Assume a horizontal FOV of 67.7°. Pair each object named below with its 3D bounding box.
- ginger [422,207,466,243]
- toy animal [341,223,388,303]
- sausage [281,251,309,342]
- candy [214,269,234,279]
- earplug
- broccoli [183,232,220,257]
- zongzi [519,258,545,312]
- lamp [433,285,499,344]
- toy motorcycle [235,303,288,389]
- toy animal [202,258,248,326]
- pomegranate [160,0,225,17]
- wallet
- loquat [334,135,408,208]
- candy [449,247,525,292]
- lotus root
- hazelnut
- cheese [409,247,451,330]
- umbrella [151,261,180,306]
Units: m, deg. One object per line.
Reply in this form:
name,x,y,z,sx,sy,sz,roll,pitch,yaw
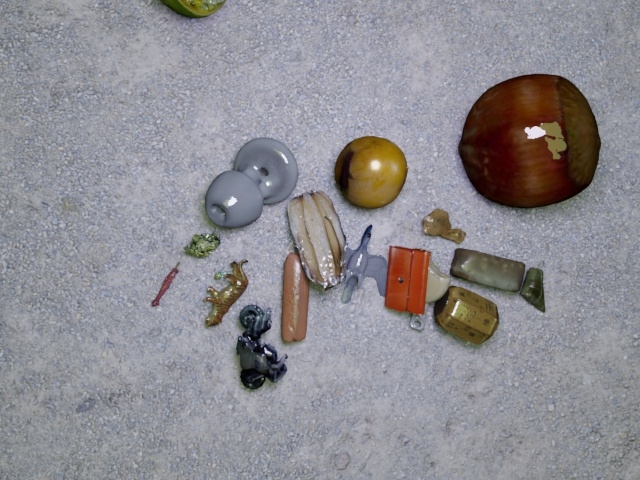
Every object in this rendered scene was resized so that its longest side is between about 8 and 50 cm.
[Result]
ginger,0.413,-0.052,1.590,0.165,0.067,0.096,16,86,-17
toy animal,0.126,0.083,1.556,0.239,0.176,0.255,22,120,0
sausage,-0.079,0.182,1.528,0.086,0.086,0.289,2,87,-5
candy,-0.303,0.105,1.546,0.083,0.025,0.023,-18,72,-12
earplug,-0.218,-0.173,1.486,0.325,0.175,0.214,-45,94,-5
broccoli,-0.373,0.011,1.511,0.097,0.092,0.095,18,73,14
zongzi,0.748,0.152,1.625,0.130,0.062,0.154,35,69,-23
lamp,0.468,0.238,1.538,0.185,0.161,0.161,28,86,-2
toy motorcycle,-0.180,0.336,1.489,0.159,0.106,0.270,2,94,17
toy animal,-0.300,0.165,1.523,0.241,0.057,0.099,-50,117,-9
pomegranate,-0.385,-0.844,1.481,0.260,0.260,0.341,42,54,-2
wallet,0.273,0.124,1.516,0.142,0.045,0.204,10,100,39
loquat,0.158,-0.212,1.496,0.235,0.235,0.235,0,88,-5
candy,0.549,0.097,1.575,0.234,0.102,0.104,14,87,-5
lotus root,0.000,0.001,1.517,0.167,0.078,0.329,-15,70,4
hazelnut,0.639,-0.303,1.485,0.421,0.353,0.421,4,106,15
cheese,0.319,0.158,1.560,0.163,0.071,0.249,35,111,25
umbrella,-0.492,0.140,1.527,0.027,0.025,0.165,32,88,-22
